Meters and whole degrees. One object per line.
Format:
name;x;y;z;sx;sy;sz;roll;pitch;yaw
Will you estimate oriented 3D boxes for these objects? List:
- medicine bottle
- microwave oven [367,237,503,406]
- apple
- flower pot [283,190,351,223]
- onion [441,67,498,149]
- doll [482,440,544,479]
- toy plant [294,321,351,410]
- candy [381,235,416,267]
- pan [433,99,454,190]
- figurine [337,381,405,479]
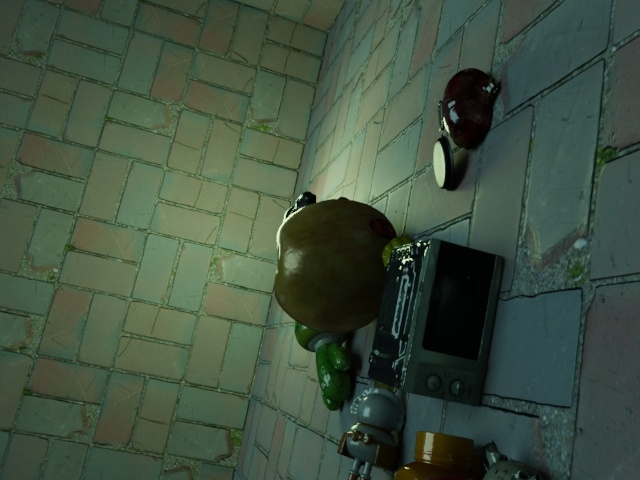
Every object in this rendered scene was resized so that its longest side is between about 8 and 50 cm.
medicine bottle;0.204;0.451;1.035;0.112;0.149;0.222;137;146;-66
microwave oven;0.219;0.162;1.219;0.237;0.181;0.295;160;123;-73
apple;0.036;0.074;1.741;0.391;0.347;0.391;-172;90;-79
flower pot;-0.015;-0.016;2.173;0.299;0.299;0.282;-99;21;-60
onion;0.341;-0.326;1.414;0.151;0.098;0.205;122;158;-58
doll;0.281;0.409;0.888;0.149;0.095;0.192;156;124;-77
toy plant;0.033;0.367;1.912;0.224;0.185;0.315;111;151;-46
candy;0.223;0.069;1.491;0.199;0.106;0.094;-114;22;-62
pan;0.301;-0.237;1.495;0.136;0.028;0.235;93;174;-77
figurine;0.123;0.451;1.426;0.143;0.143;0.271;169;113;-76
